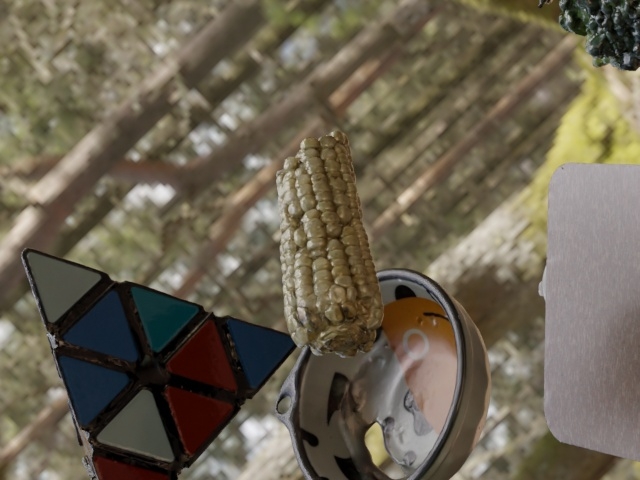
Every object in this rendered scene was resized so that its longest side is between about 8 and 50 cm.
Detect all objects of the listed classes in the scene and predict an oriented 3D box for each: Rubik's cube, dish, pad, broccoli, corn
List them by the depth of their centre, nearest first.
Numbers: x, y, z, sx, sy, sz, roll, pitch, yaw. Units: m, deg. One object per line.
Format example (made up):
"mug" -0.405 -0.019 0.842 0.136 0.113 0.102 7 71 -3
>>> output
"corn" 0.000 0.000 1.405 0.087 0.087 0.211 42 -148 -56
"pad" 0.263 0.063 1.497 0.002 0.266 0.176 -1 -176 -32
"Rubik's cube" -0.144 0.181 1.506 0.234 0.250 0.284 -92 1 -49
"broccoli" 0.337 -0.263 1.627 0.177 0.199 0.275 27 -146 19
"dish" 0.095 0.180 1.848 0.120 0.303 0.303 21 -161 -39

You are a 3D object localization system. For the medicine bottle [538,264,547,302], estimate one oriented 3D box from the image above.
"medicine bottle" 0.328 0.068 1.681 0.215 0.135 0.135 24 -164 -39
